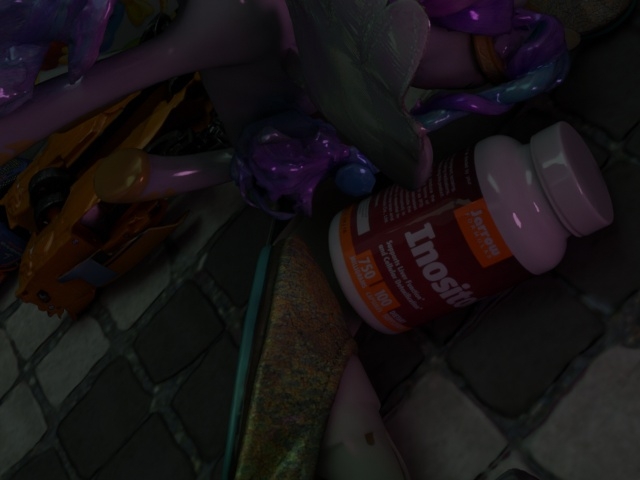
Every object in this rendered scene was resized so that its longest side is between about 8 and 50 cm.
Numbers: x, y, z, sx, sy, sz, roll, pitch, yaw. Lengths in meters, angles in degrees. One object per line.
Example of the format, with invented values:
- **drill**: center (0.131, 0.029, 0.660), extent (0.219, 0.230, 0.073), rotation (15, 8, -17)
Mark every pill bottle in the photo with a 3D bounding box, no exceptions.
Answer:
- **pill bottle**: center (0.087, -0.009, 0.632), extent (0.152, 0.086, 0.086), rotation (-27, 46, 26)

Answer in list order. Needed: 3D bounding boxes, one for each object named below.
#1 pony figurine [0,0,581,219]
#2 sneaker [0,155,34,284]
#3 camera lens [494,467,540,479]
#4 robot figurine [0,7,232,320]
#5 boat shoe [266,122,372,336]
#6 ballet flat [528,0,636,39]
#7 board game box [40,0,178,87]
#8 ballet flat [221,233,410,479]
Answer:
- **pony figurine**: center (-0.041, -0.133, 0.591), extent (0.364, 0.351, 0.302), rotation (-10, 72, 10)
- **sneaker**: center (-0.315, 0.011, 0.996), extent (0.087, 0.083, 0.221), rotation (3, 66, 35)
- **camera lens**: center (0.047, 0.247, 0.373), extent (0.274, 0.219, 0.219), rotation (-47, 40, 4)
- **robot figurine**: center (-0.146, -0.078, 0.900), extent (0.291, 0.085, 0.211), rotation (-41, 41, 12)
- **boat shoe**: center (0.000, 0.000, 0.744), extent (0.065, 0.075, 0.206), rotation (112, 166, -63)
- **ballet flat**: center (0.161, -0.280, 0.753), extent (0.108, 0.106, 0.316), rotation (-20, 49, 32)
- **board game box**: center (-0.181, -0.234, 1.004), extent (0.275, 0.142, 0.144), rotation (-48, 40, 3)
- **ballet flat**: center (-0.010, 0.164, 0.581), extent (0.123, 0.123, 0.348), rotation (-10, 57, 38)
